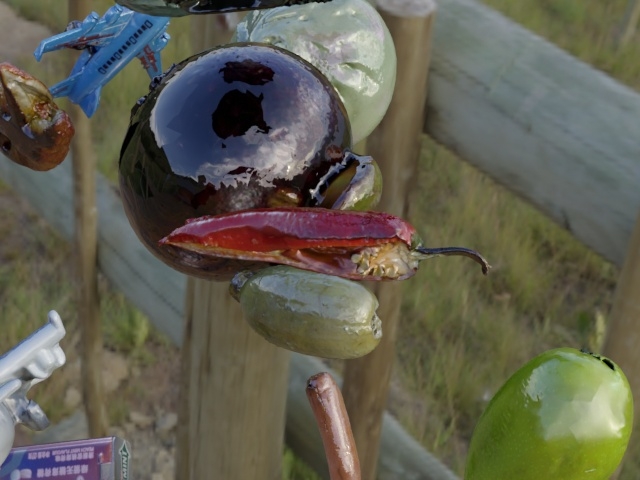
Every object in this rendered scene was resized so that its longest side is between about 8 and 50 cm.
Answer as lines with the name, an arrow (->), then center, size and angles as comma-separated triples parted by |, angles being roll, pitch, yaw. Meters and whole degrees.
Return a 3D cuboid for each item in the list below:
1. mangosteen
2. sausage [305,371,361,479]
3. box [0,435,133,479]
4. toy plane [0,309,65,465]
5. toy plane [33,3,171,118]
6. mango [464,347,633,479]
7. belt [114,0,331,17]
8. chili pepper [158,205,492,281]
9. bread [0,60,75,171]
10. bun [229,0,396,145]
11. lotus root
mangosteen -> -0.071, -0.071, 1.425 | 0.347, 0.307, 0.307 | 38, 41, 2
sausage -> 0.019, 0.243, 1.415 | 0.047, 0.177, 0.040 | -8, 10, 46
box -> -0.342, 0.306, 1.429 | 0.224, 0.069, 0.120 | -9, 69, 8
toy plane -> -0.314, 0.154, 0.970 | 0.123, 0.267, 0.267 | 52, 45, -2
toy plane -> -0.288, -0.290, 1.694 | 0.105, 0.271, 0.254 | 48, 21, 25
mango -> 0.144, 0.142, 0.792 | 0.074, 0.165, 0.091 | 0, 38, -42
belt -> -0.086, -0.285, 1.099 | 0.257, 0.150, 0.207 | -1, 3, 16
chili pepper -> 0.000, 0.000, 0.926 | 0.268, 0.059, 0.050 | 5, 60, 18
bread -> -0.389, -0.164, 1.593 | 0.139, 0.269, 0.095 | 46, 66, -11
bun -> -0.022, -0.263, 1.826 | 0.283, 0.283, 0.179 | 15, 9, 8
lotus root -> -0.021, 0.070, 1.201 | 0.183, 0.090, 0.077 | 15, 34, 31
